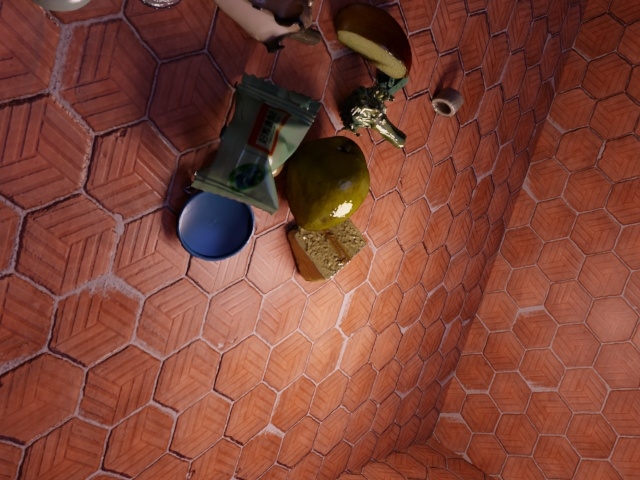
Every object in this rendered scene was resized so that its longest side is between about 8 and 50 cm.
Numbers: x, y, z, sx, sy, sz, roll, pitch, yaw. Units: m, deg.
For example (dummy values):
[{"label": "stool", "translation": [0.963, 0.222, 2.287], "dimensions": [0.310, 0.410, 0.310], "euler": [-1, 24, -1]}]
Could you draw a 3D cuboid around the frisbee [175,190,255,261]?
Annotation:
[{"label": "frisbee", "translation": [-0.320, -0.052, 1.600], "dimensions": [0.242, 0.045, 0.242], "euler": [-9, 116, -19]}]

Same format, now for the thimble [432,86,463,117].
[{"label": "thimble", "translation": [0.562, -0.610, 2.318], "dimensions": [0.090, 0.115, 0.102], "euler": [-50, 136, -20]}]

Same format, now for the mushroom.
[{"label": "mushroom", "translation": [-0.130, -0.775, 1.412], "dimensions": [0.314, 0.224, 0.397], "euler": [27, 78, -41]}]

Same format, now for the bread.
[{"label": "bread", "translation": [0.000, 0.000, 2.032], "dimensions": [0.263, 0.198, 0.236], "euler": [-40, 101, -30]}]

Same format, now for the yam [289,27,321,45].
[{"label": "yam", "translation": [-0.056, -0.654, 1.656], "dimensions": [0.132, 0.054, 0.054], "euler": [-4, 112, -48]}]

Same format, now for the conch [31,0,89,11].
[{"label": "conch", "translation": [-0.548, -0.588, 1.081], "dimensions": [0.185, 0.121, 0.221], "euler": [22, 86, -48]}]

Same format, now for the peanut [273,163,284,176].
[{"label": "peanut", "translation": [-0.204, -0.223, 1.660], "dimensions": [0.263, 0.117, 0.101], "euler": [-41, 112, -21]}]

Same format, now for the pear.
[{"label": "pear", "translation": [0.010, -0.178, 1.805], "dimensions": [0.287, 0.287, 0.375], "euler": [5, 126, -49]}]

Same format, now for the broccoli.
[{"label": "broccoli", "translation": [0.216, -0.464, 1.909], "dimensions": [0.275, 0.177, 0.198], "euler": [16, 124, -12]}]

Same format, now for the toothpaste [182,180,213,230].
[{"label": "toothpaste", "translation": [-0.359, -0.079, 1.617], "dimensions": [0.062, 0.039, 0.239], "euler": [-31, 129, -21]}]

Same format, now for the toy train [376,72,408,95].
[{"label": "toy train", "translation": [0.282, -0.621, 2.039], "dimensions": [0.172, 0.070, 0.099], "euler": [-43, 143, -27]}]

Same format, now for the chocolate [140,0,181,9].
[{"label": "chocolate", "translation": [-0.359, -0.656, 1.241], "dimensions": [0.221, 0.147, 0.221], "euler": [-21, 122, -37]}]

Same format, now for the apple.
[{"label": "apple", "translation": [0.206, -0.681, 1.810], "dimensions": [0.346, 0.179, 0.254], "euler": [23, 53, -39]}]

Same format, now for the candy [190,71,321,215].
[{"label": "candy", "translation": [-0.180, -0.293, 1.538], "dimensions": [0.263, 0.172, 0.398], "euler": [26, 70, -18]}]
